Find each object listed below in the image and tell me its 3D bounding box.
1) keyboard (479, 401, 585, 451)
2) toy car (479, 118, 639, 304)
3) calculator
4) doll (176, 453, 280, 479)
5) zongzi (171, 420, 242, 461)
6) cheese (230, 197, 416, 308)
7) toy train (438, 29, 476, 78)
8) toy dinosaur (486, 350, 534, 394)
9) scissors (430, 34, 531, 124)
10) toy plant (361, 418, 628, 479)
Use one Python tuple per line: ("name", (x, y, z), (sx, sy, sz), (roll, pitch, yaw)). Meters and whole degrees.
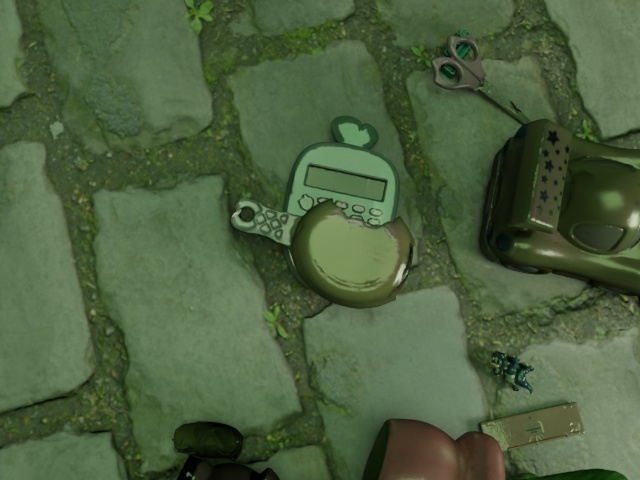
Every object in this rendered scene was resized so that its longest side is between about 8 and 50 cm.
("keyboard", (0.338, 0.303, 1.159), (0.165, 0.017, 0.055), (-11, 75, -6))
("toy car", (0.442, -0.050, 1.128), (0.336, 0.226, 0.242), (13, 79, -1))
("calculator", (0.034, -0.059, 1.192), (0.185, 0.041, 0.299), (11, 80, -3))
("doll", (-0.097, 0.406, 1.049), (0.257, 0.117, 0.182), (29, 106, 2))
("zongzi", (-0.171, 0.293, 1.068), (0.109, 0.119, 0.055), (6, 70, -1))
("cheese", (0.000, 0.000, 1.120), (0.286, 0.082, 0.163), (23, 81, 0))
("toy train", (0.238, -0.329, 1.268), (0.045, 0.029, 0.092), (39, 77, -4))
("toy dinosaur", (0.310, 0.213, 1.165), (0.083, 0.030, 0.047), (33, 79, 3))
("scissors", (0.287, -0.264, 1.247), (0.212, 0.021, 0.110), (38, 78, -5))
("toy plant", (0.225, 0.409, 1.047), (0.356, 0.211, 0.317), (15, 111, -5))
